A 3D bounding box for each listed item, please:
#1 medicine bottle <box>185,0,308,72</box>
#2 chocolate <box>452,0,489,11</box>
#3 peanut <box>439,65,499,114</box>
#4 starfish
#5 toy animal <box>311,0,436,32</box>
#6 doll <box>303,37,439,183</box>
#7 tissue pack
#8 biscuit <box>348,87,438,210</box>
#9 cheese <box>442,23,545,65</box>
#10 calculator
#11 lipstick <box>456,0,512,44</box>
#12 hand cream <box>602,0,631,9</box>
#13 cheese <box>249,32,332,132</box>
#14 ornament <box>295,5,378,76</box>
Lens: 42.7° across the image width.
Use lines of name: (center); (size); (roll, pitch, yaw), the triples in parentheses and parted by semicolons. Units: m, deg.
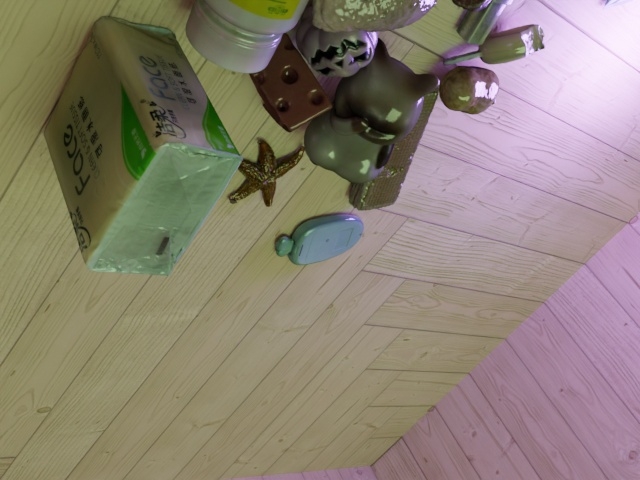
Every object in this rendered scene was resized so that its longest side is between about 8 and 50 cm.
medicine bottle: (-0.106, -0.516, 1.528); (0.214, 0.213, 0.378); (-4, 144, -35)
chocolate: (0.372, -0.624, 1.844); (0.214, 0.148, 0.093); (-42, 171, 20)
peanut: (0.389, -0.393, 2.145); (0.224, 0.129, 0.129); (-15, 145, -47)
starfish: (-0.141, -0.174, 2.106); (0.241, 0.043, 0.227); (-34, 147, -1)
toy animal: (0.138, -0.540, 1.638); (0.358, 0.188, 0.226); (-25, 130, -40)
doll: (0.104, -0.285, 1.965); (0.226, 0.215, 0.370); (-55, -178, -29)
tissue pack: (-0.363, -0.183, 1.593); (0.205, 0.404, 0.331); (8, 129, -40)
biscuit: (0.192, -0.252, 2.234); (0.144, 0.078, 0.426); (-12, 140, -27)
cheese: (0.447, -0.495, 2.114); (0.249, 0.163, 0.070); (-8, 110, 25)
calculator: (0.000, 0.000, 2.435); (0.295, 0.042, 0.184); (-12, 142, -28)
lipstick: (0.422, -0.597, 1.977); (0.079, 0.077, 0.252); (-2, 138, -37)
hand cream: (0.839, -0.736, 2.144); (0.111, 0.070, 0.312); (-22, 149, -19)
cheese: (-0.081, -0.341, 1.885); (0.128, 0.202, 0.177); (-33, 177, -6)
ornament: (0.040, -0.441, 1.788); (0.178, 0.177, 0.177); (-21, 145, -16)
